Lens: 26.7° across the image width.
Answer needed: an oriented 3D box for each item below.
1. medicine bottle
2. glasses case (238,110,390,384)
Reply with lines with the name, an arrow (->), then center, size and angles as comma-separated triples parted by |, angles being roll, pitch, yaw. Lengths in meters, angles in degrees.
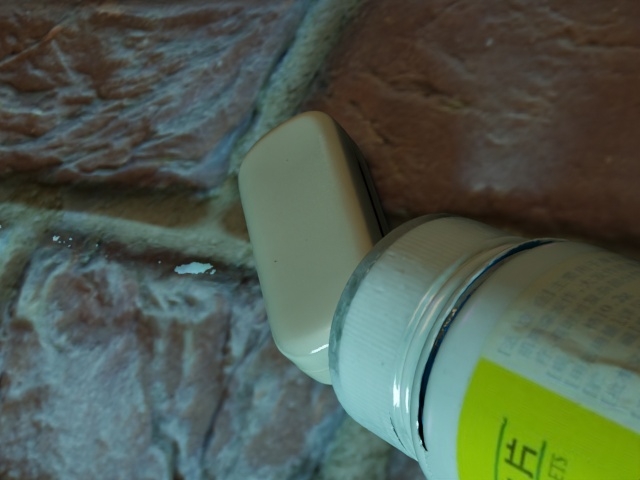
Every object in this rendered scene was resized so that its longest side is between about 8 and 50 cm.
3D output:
medicine bottle -> 0.128, 0.078, 0.602 | 0.258, 0.143, 0.143 | 27, 78, 49
glasses case -> 0.000, 0.000, 0.843 | 0.083, 0.050, 0.196 | -30, 44, 16
